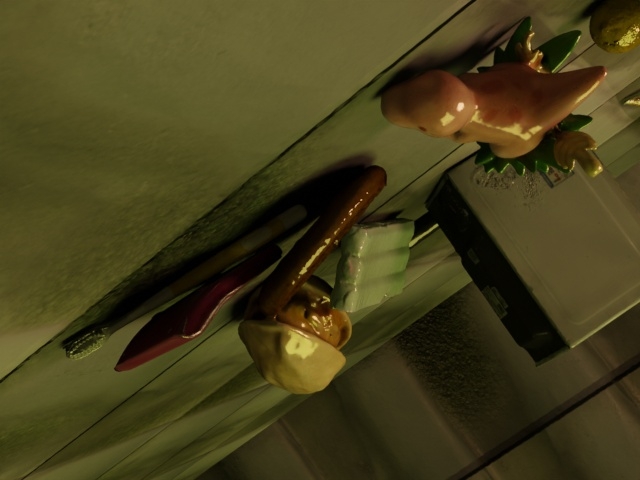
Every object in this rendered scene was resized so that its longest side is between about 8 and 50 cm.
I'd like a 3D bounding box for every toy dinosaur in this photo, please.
[{"bbox_3d":[0.168,-0.140,1.020,0.194,0.152,0.177,6,-178,18],"label":"toy dinosaur"}]

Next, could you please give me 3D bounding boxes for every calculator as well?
[{"bbox_3d":[-0.127,0.066,1.148,0.126,0.034,0.190,-30,-172,42],"label":"calculator"}]

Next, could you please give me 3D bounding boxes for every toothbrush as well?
[{"bbox_3d":[-0.134,0.040,1.130,0.288,0.021,0.024,-32,179,-13],"label":"toothbrush"}]

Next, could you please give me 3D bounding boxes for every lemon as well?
[{"bbox_3d":[0.325,-0.234,1.195,0.083,0.062,0.062,-22,164,-43],"label":"lemon"}]

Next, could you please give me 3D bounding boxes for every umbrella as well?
[{"bbox_3d":[0.174,-0.027,1.755,0.133,0.031,0.036,-34,171,-4],"label":"umbrella"}]

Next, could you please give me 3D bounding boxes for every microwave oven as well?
[{"bbox_3d":[0.325,-0.002,1.595,0.237,0.295,0.181,-32,170,-13],"label":"microwave oven"}]

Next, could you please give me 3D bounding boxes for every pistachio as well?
[{"bbox_3d":[-0.037,0.122,1.508,0.157,0.157,0.229,-33,157,-9],"label":"pistachio"}]

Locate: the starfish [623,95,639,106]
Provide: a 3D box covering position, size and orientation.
[{"bbox_3d":[0.691,-0.304,2.001,0.358,0.078,0.347,-32,172,-10],"label":"starfish"}]

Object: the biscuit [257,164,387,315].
[{"bbox_3d":[0.000,0.000,1.194,0.212,0.036,0.212,-50,177,-4],"label":"biscuit"}]

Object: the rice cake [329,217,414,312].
[{"bbox_3d":[0.071,0.032,1.507,0.237,0.043,0.127,-4,104,-69],"label":"rice cake"}]
